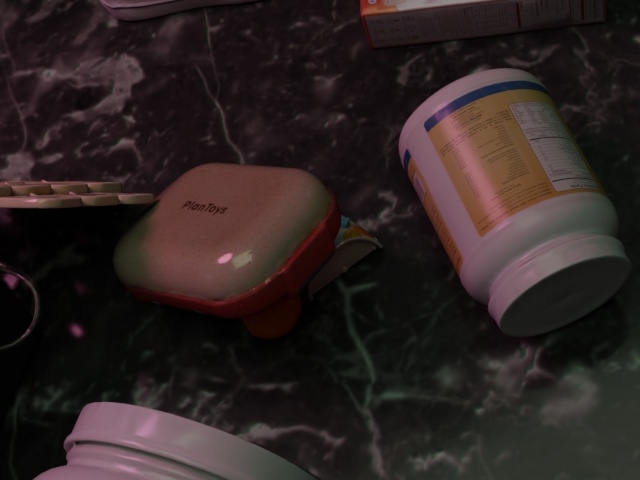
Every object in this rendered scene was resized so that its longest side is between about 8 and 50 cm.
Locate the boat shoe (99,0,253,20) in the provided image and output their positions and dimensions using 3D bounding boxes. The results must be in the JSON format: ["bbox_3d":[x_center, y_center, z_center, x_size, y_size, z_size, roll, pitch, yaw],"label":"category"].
[{"bbox_3d":[-0.106,-0.288,1.499,0.258,0.084,0.095,-18,63,3],"label":"boat shoe"}]

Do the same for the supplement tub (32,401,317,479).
[{"bbox_3d":[-0.141,0.309,1.091,0.241,0.241,0.331,14,69,17],"label":"supplement tub"}]

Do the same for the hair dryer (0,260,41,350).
[{"bbox_3d":[-0.379,0.114,1.187,0.293,0.080,0.223,5,50,6],"label":"hair dryer"}]

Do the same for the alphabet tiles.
[{"bbox_3d":[-0.303,-0.042,1.317,0.278,0.284,0.021,1,94,26],"label":"alphabet tiles"}]

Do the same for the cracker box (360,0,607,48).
[{"bbox_3d":[0.154,-0.280,1.453,0.232,0.067,0.156,-6,65,8],"label":"cracker box"}]

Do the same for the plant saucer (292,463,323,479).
[{"bbox_3d":[-0.093,0.321,1.233,0.317,0.044,0.317,-4,65,9],"label":"plant saucer"}]

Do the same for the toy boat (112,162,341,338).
[{"bbox_3d":[-0.070,0.025,1.316,0.231,0.151,0.151,8,48,48],"label":"toy boat"}]

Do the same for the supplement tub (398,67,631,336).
[{"bbox_3d":[0.167,-0.033,1.290,0.144,0.144,0.200,-24,63,0],"label":"supplement tub"}]

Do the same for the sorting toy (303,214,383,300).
[{"bbox_3d":[0.000,0.000,1.373,0.083,0.045,0.075,-37,44,-7],"label":"sorting toy"}]

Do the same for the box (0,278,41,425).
[{"bbox_3d":[-0.449,0.142,1.310,0.294,0.183,0.296,14,68,17],"label":"box"}]
